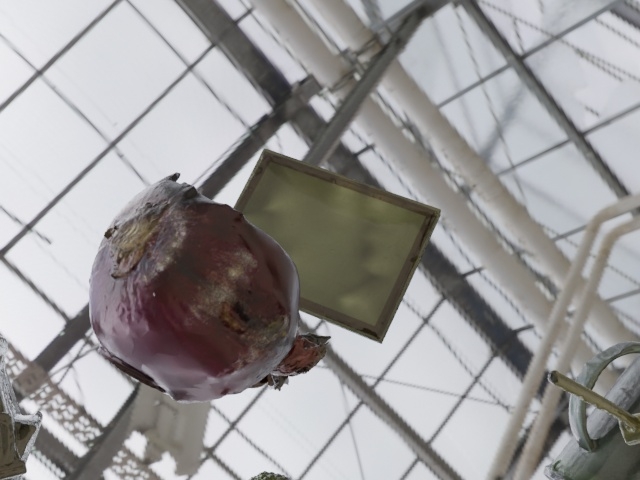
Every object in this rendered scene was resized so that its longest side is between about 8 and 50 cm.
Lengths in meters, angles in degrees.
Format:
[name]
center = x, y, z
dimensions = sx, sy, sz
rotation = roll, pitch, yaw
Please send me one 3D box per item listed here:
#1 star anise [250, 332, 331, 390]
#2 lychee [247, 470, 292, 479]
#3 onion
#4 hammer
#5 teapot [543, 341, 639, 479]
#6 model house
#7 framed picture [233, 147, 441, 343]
[star anise]
center = -0.067, 0.143, 1.167
dimensions = 0.124, 0.129, 0.056
rotation = -40, -60, -42
[lychee]
center = -0.058, 0.363, 1.267
dimensions = 0.114, 0.114, 0.146
rotation = -57, -37, -40
[onion]
center = -0.081, 0.061, 0.701
dimensions = 0.135, 0.173, 0.198
rotation = -48, -60, -14
[hammer]
center = 0.265, 0.147, 0.875
dimensions = 0.195, 0.060, 0.028
rotation = 29, -134, -43
[teapot]
center = 0.457, 0.265, 1.384
dimensions = 0.270, 0.200, 0.337
rotation = 41, -96, -26
[model house]
center = -0.359, 0.179, 0.991
dimensions = 0.122, 0.229, 0.188
rotation = -25, -94, -15
[framed picture]
center = 0.000, 0.000, 1.106
dimensions = 0.231, 0.010, 0.173
rotation = 22, -107, 17
